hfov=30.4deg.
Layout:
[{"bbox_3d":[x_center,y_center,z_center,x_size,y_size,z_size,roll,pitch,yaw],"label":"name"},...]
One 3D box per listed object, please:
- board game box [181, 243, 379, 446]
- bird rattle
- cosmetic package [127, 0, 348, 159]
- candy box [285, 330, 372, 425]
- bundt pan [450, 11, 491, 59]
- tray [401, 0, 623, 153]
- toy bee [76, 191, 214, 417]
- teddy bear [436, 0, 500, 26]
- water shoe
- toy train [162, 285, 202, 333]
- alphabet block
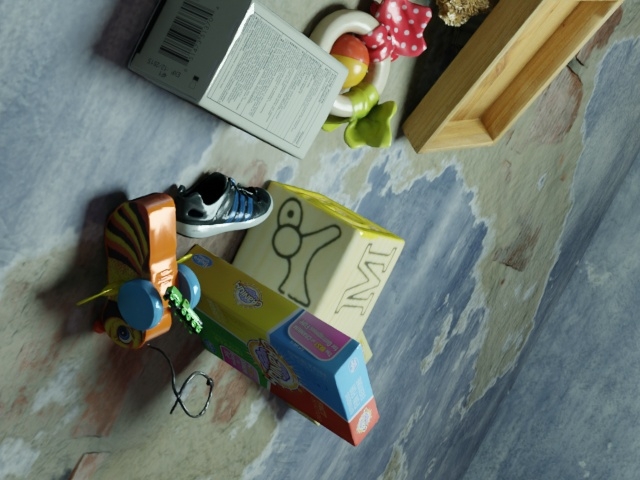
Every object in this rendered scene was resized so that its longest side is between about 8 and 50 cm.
[{"bbox_3d":[-0.066,0.161,1.793,0.064,0.316,0.242,-49,151,-22],"label":"board game box"},{"bbox_3d":[0.064,-0.272,1.815,0.207,0.143,0.254,15,101,-46],"label":"bird rattle"},{"bbox_3d":[-0.100,-0.227,1.559,0.153,0.129,0.296,-62,153,1],"label":"cosmetic package"},{"bbox_3d":[-0.013,0.199,2.178,0.183,0.087,0.316,-52,152,-16],"label":"candy box"},{"bbox_3d":[0.386,-0.445,2.200,0.331,0.124,0.331,-42,149,-34],"label":"bundt pan"},{"bbox_3d":[0.328,-0.310,2.057,0.202,0.076,0.411,-10,152,-37],"label":"tray"},{"bbox_3d":[-0.258,0.085,1.607,0.195,0.162,0.298,10,83,-54],"label":"toy bee"},{"bbox_3d":[0.192,-0.484,1.864,0.338,0.113,0.245,10,98,-55],"label":"teddy bear"},{"bbox_3d":[-0.135,-0.060,1.727,0.203,0.073,0.080,-24,134,-51],"label":"water shoe"},{"bbox_3d":[-0.182,0.092,1.562,0.083,0.017,0.024,57,39,-36],"label":"toy train"},{"bbox_3d":[-0.011,0.038,1.914,0.197,0.192,0.193,-63,155,8],"label":"alphabet block"}]
